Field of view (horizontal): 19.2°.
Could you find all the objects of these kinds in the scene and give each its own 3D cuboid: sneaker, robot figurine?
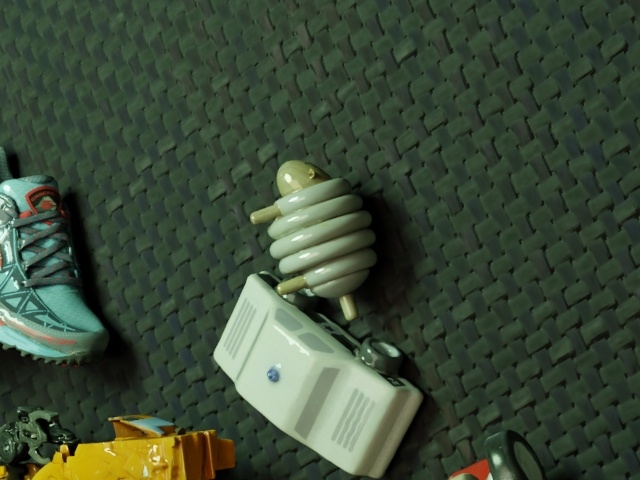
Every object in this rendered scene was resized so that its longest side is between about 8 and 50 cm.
[{"bbox_3d":[-0.266,0.004,1.648,0.262,0.104,0.125,43,112,30],"label":"sneaker"},{"bbox_3d":[-0.184,0.238,1.577,0.291,0.085,0.211,-9,85,47],"label":"robot figurine"}]

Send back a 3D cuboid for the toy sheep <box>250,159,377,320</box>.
[{"bbox_3d":[0.000,0.000,1.451,0.091,0.091,0.132,-20,92,36],"label":"toy sheep"}]

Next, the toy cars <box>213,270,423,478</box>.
[{"bbox_3d":[0.006,0.201,1.442,0.176,0.087,0.394,-24,75,35],"label":"toy cars"}]

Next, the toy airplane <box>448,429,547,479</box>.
[{"bbox_3d":[0.157,0.343,1.206,0.386,0.272,0.384,14,67,49],"label":"toy airplane"}]
